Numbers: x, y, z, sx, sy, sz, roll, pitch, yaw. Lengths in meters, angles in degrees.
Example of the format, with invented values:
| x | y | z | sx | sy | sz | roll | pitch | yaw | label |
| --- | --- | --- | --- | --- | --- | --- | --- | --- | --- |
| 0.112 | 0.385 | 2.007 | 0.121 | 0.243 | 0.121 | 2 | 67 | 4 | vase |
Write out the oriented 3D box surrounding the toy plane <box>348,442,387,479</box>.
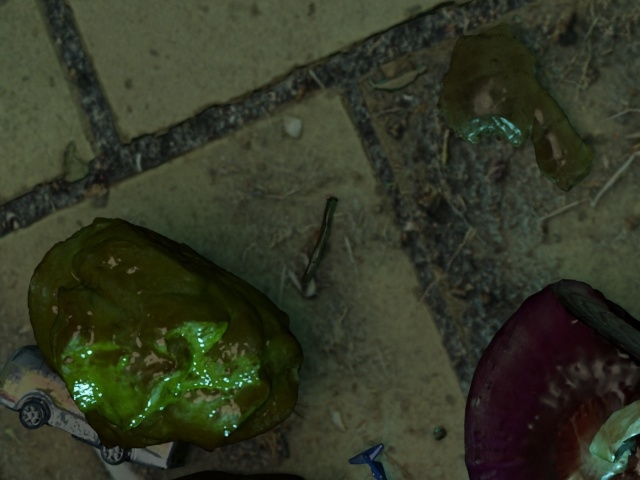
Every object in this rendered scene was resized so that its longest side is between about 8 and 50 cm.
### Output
| x | y | z | sx | sy | sz | roll | pitch | yaw | label |
| --- | --- | --- | --- | --- | --- | --- | --- | --- | --- |
| 0.080 | 0.263 | 1.689 | 0.054 | 0.062 | 0.167 | -31 | 75 | 15 | toy plane |

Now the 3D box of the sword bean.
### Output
| x | y | z | sx | sy | sz | roll | pitch | yaw | label |
| --- | --- | --- | --- | --- | --- | --- | --- | --- | --- |
| 0.000 | 0.000 | 1.718 | 0.012 | 0.012 | 0.083 | 20 | 98 | 13 | sword bean |

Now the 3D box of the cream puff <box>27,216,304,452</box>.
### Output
| x | y | z | sx | sy | sz | roll | pitch | yaw | label |
| --- | --- | --- | --- | --- | --- | --- | --- | --- | --- |
| -0.137 | 0.084 | 1.648 | 0.196 | 0.244 | 0.244 | -37 | 83 | -11 | cream puff |

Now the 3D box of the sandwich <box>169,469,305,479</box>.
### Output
| x | y | z | sx | sy | sz | roll | pitch | yaw | label |
| --- | --- | --- | --- | --- | --- | --- | --- | --- | --- |
| -0.119 | 0.272 | 1.678 | 0.220 | 0.186 | 0.108 | -3 | 92 | -1 | sandwich |

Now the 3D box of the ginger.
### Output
| x | y | z | sx | sy | sz | roll | pitch | yaw | label |
| --- | --- | --- | --- | --- | --- | --- | --- | --- | --- |
| 0.163 | -0.108 | 1.636 | 0.096 | 0.067 | 0.165 | -34 | 84 | -7 | ginger |

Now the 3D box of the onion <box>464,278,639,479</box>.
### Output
| x | y | z | sx | sy | sz | roll | pitch | yaw | label |
| --- | --- | --- | --- | --- | --- | --- | --- | --- | --- |
| 0.232 | 0.181 | 1.557 | 0.256 | 0.272 | 0.230 | 44 | 112 | 46 | onion |

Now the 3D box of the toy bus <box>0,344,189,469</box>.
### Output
| x | y | z | sx | sy | sz | roll | pitch | yaw | label |
| --- | --- | --- | --- | --- | --- | --- | --- | --- | --- |
| -0.211 | 0.158 | 1.761 | 0.190 | 0.064 | 0.075 | 23 | 94 | 13 | toy bus |
